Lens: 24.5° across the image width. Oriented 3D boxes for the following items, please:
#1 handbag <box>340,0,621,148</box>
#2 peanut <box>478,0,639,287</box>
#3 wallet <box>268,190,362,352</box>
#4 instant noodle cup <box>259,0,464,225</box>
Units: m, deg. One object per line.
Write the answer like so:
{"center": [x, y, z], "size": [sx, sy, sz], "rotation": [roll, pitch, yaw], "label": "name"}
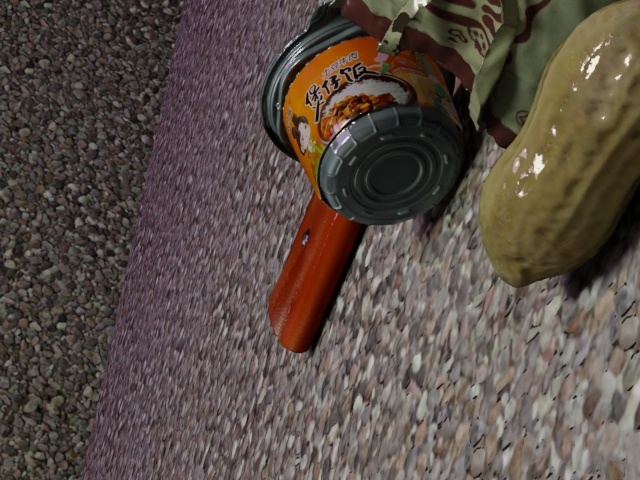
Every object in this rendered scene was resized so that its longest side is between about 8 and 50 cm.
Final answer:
{"center": [0.133, -0.192, 1.019], "size": [0.127, 0.213, 0.235], "rotation": [-25, -26, -48], "label": "handbag"}
{"center": [0.161, -0.058, 0.912], "size": [0.214, 0.090, 0.098], "rotation": [-63, 29, 31], "label": "peanut"}
{"center": [0.000, 0.000, 1.537], "size": [0.142, 0.045, 0.204], "rotation": [-106, 36, -65], "label": "wallet"}
{"center": [0.046, -0.093, 1.260], "size": [0.178, 0.208, 0.125], "rotation": [-28, 45, 9], "label": "instant noodle cup"}
